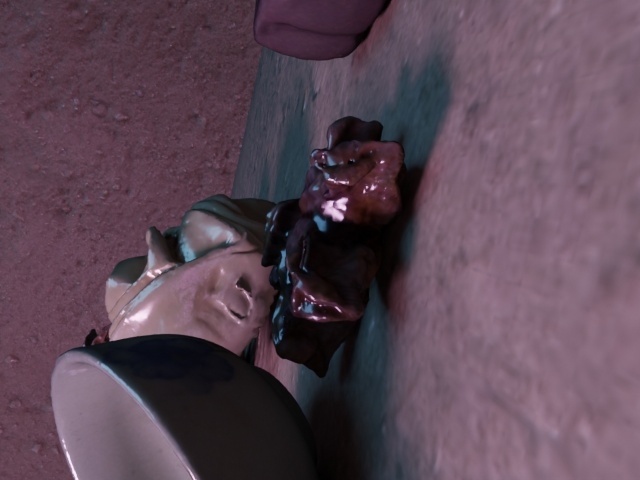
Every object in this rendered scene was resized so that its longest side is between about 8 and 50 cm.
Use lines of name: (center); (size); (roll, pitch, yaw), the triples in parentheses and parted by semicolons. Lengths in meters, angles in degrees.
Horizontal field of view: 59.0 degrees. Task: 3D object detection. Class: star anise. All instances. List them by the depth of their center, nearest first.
star anise: (-0.002, 0.006, 0.470); (0.214, 0.098, 0.220); (-87, 12, -71)
star anise: (-0.389, 0.235, 0.990); (0.195, 0.065, 0.183); (-38, 57, 47)

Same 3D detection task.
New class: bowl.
bowl: (-0.096, 0.195, 0.489); (0.289, 0.146, 0.290); (21, 123, 37)

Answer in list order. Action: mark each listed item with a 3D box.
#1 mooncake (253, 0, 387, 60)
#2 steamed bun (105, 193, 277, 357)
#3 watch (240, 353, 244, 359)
mooncake: (0.010, -0.324, 0.628); (0.245, 0.133, 0.245); (-168, 90, -78)
steamed bun: (-0.198, 0.063, 0.870); (0.324, 0.219, 0.310); (-57, 16, 10)
watch: (-0.255, 0.254, 1.037); (0.244, 0.231, 0.196); (-117, 43, -75)
